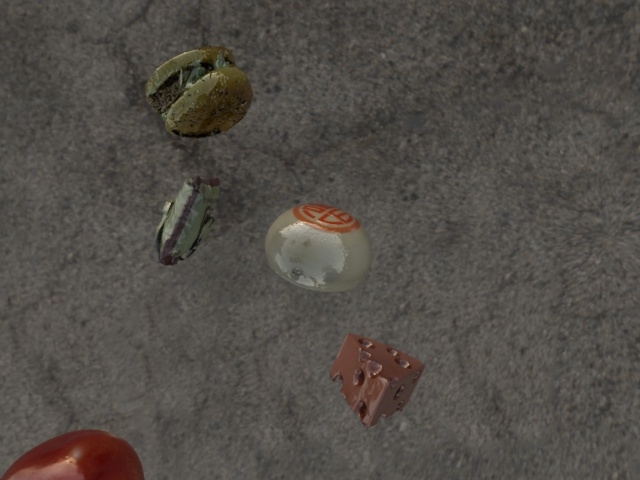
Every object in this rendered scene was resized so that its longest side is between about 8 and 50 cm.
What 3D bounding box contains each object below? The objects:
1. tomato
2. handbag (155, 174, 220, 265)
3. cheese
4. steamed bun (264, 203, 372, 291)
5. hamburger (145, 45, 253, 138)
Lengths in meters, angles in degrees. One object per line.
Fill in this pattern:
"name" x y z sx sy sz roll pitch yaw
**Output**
"tomato" -0.555 0.584 1.396 0.292 0.325 0.290 -11 97 29
"handbag" -0.332 -0.057 1.563 0.127 0.213 0.235 29 94 -4
"cheese" 0.105 0.307 1.422 0.177 0.202 0.128 30 107 28
"steamed bun" 0.000 0.000 1.622 0.282 0.283 0.177 23 114 23
"hamburger" -0.209 -0.252 1.096 0.177 0.185 0.114 -24 84 3
